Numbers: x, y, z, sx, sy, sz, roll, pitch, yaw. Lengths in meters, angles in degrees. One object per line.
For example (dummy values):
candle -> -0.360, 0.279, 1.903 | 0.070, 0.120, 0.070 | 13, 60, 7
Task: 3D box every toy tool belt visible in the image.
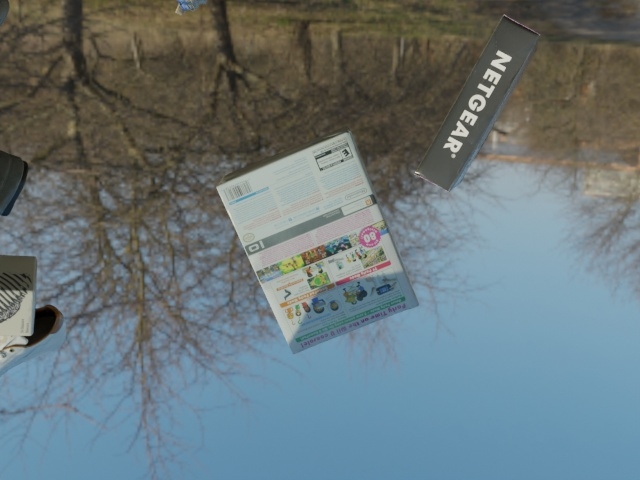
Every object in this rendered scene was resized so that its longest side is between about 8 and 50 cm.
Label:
toy tool belt -> -0.201, -0.356, 1.039 | 0.051, 0.083, 0.052 | -31, -129, 9

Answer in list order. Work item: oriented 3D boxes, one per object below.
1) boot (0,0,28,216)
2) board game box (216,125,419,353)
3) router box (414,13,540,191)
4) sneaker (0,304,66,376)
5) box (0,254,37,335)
boot -> -0.345, -0.112, 0.718 | 0.083, 0.246, 0.161 | 15, 159, 33
board game box -> 0.000, 0.000, 1.193 | 0.224, 0.303, 0.097 | -21, -167, 4
router box -> 0.170, -0.143, 0.794 | 0.046, 0.179, 0.133 | 30, -166, 9
sneaker -> -0.620, 0.202, 1.389 | 0.290, 0.123, 0.106 | -33, -107, -32
box -> -0.606, 0.086, 1.197 | 0.275, 0.113, 0.094 | 2, -142, -20
